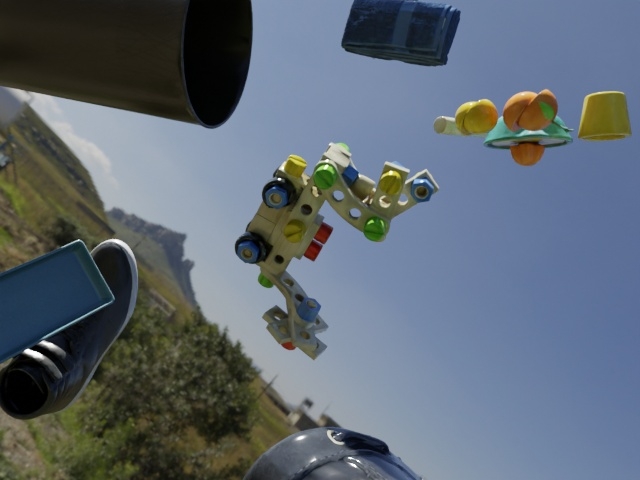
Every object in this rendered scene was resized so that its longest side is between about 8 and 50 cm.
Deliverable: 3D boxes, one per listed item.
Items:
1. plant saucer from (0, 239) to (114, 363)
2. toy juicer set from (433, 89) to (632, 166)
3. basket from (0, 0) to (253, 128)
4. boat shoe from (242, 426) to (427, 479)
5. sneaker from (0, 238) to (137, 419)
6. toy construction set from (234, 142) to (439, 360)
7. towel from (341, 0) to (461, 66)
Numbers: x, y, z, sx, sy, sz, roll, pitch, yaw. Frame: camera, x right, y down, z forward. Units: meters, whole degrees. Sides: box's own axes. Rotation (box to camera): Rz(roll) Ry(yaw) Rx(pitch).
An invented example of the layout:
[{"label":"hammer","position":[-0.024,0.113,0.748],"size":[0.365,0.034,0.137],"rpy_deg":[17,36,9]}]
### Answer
[{"label":"plant saucer","position":[-0.262,0.063,0.506],"size":[0.018,0.192,0.067],"rpy_deg":[-23,-83,40]},{"label":"toy juicer set","position":[0.290,-0.161,0.963],"size":[0.209,0.089,0.329],"rpy_deg":[-1,2,-18]},{"label":"basket","position":[-0.199,-0.196,0.574],"size":[0.227,0.154,0.204],"rpy_deg":[8,22,6]},{"label":"boat shoe","position":[0.048,0.291,0.583],"size":[0.156,0.187,0.500],"rpy_deg":[44,-12,30]},{"label":"sneaker","position":[-0.367,0.138,0.908],"size":[0.104,0.296,0.147],"rpy_deg":[27,2,1]},{"label":"toy construction set","position":[0.000,0.000,0.894],"size":[0.215,0.327,0.151],"rpy_deg":[29,14,-3]},{"label":"towel","position":[0.083,-0.224,0.653],"size":[0.119,0.067,0.029],"rpy_deg":[15,-1,23]}]
